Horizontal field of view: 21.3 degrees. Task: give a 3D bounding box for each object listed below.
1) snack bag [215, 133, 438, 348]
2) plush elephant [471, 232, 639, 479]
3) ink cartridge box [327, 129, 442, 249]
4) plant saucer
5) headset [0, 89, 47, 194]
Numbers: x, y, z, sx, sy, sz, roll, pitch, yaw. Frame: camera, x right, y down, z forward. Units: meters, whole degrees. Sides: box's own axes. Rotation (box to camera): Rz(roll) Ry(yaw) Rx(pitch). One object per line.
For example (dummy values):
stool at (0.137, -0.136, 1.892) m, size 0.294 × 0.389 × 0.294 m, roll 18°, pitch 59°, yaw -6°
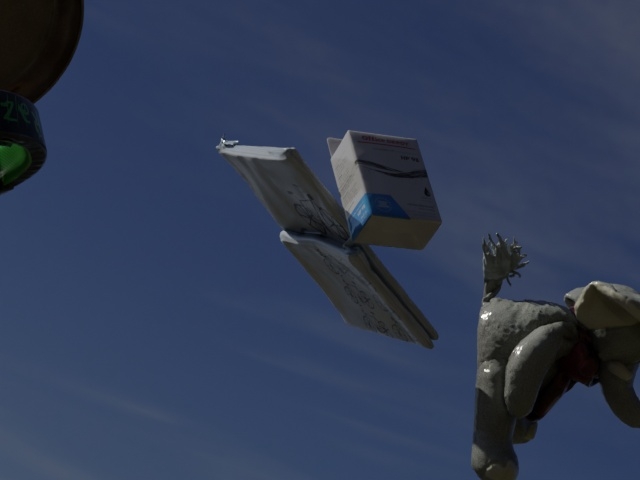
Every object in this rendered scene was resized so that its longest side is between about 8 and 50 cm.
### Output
snack bag at (0.000, 0.000, 2.330) m, size 0.342 × 0.037 × 0.323 m, roll 53°, pitch -13°, yaw -16°
plush elephant at (0.346, 0.155, 2.293) m, size 0.255 × 0.330 × 0.272 m, roll 1°, pitch 2°, yaw 13°
ink cartridge box at (0.079, -0.079, 2.185) m, size 0.104 × 0.180 × 0.060 m, roll 6°, pitch -41°, yaw -25°
plant saucer at (-0.478, -0.308, 2.351) m, size 0.310 × 0.310 × 0.050 m, roll 37°, pitch 2°, yaw -41°
headset at (-0.444, -0.031, 1.671) m, size 0.394 × 0.185 × 0.243 m, roll -20°, pitch -15°, yaw 30°
